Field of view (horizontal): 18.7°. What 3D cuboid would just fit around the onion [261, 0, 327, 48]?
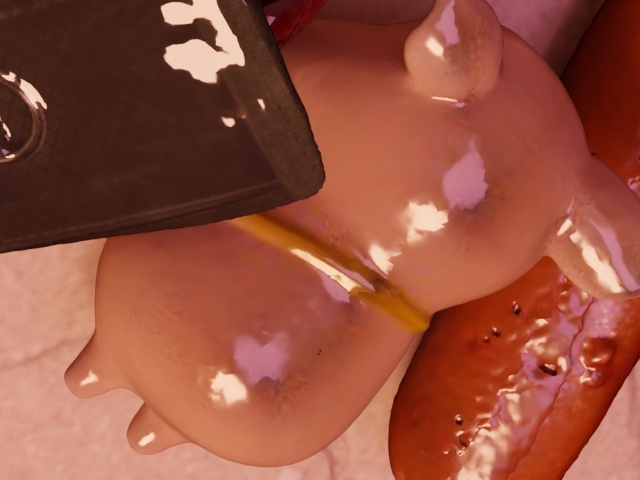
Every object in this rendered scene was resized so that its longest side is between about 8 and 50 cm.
[{"bbox_3d":[-0.066,-0.125,0.778,0.150,0.140,0.150,6,69,-15],"label":"onion"}]

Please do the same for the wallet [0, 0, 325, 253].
[{"bbox_3d":[-0.131,-0.062,0.719,0.245,0.052,0.169,-7,125,25],"label":"wallet"}]

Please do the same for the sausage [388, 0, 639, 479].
[{"bbox_3d":[0.130,-0.006,0.913,0.102,0.102,0.330,21,105,-30],"label":"sausage"}]

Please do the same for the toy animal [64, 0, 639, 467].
[{"bbox_3d":[-0.002,-0.001,0.838,0.248,0.149,0.165,-38,130,13],"label":"toy animal"}]
